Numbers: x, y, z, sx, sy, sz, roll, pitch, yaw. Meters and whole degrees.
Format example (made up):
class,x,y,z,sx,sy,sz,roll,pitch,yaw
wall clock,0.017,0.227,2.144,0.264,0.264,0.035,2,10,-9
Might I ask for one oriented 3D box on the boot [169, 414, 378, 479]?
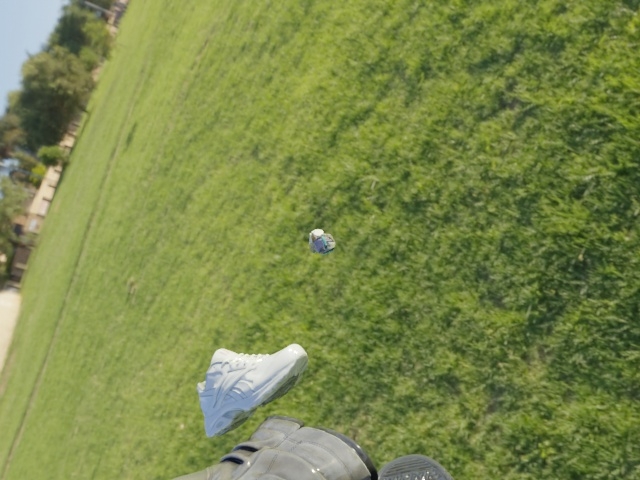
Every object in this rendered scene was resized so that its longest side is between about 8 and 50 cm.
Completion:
class,x,y,z,sx,sy,sz,roll,pitch,yaw
boot,-0.024,0.258,0.546,0.338,0.222,0.118,13,120,49

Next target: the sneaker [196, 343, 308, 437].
class,x,y,z,sx,sy,sz,roll,pitch,yaw
sneaker,-0.119,0.206,0.933,0.232,0.090,0.115,-39,73,27

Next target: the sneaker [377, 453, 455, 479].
class,x,y,z,sx,sy,sz,roll,pitch,yaw
sneaker,0.128,0.362,0.564,0.295,0.123,0.178,-104,-3,-59

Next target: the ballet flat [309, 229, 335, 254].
class,x,y,z,sx,sy,sz,roll,pitch,yaw
ballet flat,0.000,0.000,0.996,0.114,0.041,0.041,-178,105,-81
